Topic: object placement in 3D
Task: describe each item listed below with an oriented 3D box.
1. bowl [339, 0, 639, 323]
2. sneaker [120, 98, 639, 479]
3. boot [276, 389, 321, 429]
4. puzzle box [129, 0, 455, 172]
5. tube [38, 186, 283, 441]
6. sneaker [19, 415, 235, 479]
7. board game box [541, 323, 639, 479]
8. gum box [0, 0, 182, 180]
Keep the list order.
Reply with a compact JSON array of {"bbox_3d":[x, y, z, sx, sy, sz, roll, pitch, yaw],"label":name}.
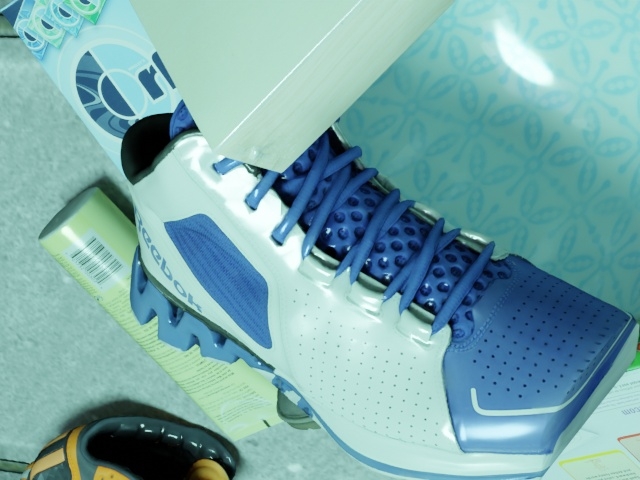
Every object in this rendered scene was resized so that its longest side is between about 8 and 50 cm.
[{"bbox_3d":[0.137,-0.113,0.688,0.289,0.156,0.289,25,140,23],"label":"bowl"},{"bbox_3d":[-0.001,0.000,0.691,0.315,0.127,0.182,19,140,32],"label":"sneaker"},{"bbox_3d":[-0.023,0.027,0.897,0.190,0.076,0.208,-38,122,26],"label":"boot"},{"bbox_3d":[0.045,-0.260,0.553,0.409,0.052,0.272,-43,58,24],"label":"puzzle box"},{"bbox_3d":[-0.115,0.064,1.014,0.240,0.062,0.070,48,172,-16],"label":"tube"},{"bbox_3d":[-0.109,0.281,1.107,0.321,0.124,0.180,45,130,-7],"label":"sneaker"},{"bbox_3d":[0.246,0.141,0.808,0.242,0.064,0.316,-19,132,34],"label":"board game box"},{"bbox_3d":[-0.105,-0.121,0.890,0.157,0.041,0.184,-23,109,35],"label":"gum box"}]
